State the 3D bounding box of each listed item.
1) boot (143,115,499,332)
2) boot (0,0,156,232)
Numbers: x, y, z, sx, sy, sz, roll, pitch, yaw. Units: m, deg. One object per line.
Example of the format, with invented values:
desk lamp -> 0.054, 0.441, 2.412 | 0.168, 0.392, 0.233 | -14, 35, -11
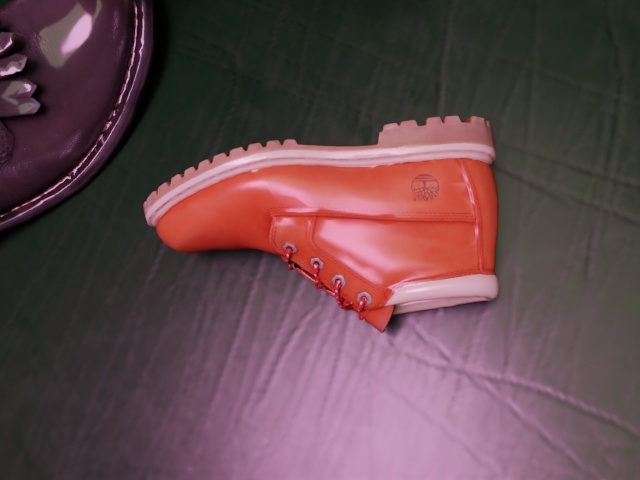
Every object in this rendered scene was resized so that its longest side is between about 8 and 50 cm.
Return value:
boot -> 0.000, 0.000, 0.322 | 0.158, 0.059, 0.084 | -7, 82, 9
boot -> -0.197, -0.054, 0.283 | 0.091, 0.229, 0.263 | 42, 89, 16
